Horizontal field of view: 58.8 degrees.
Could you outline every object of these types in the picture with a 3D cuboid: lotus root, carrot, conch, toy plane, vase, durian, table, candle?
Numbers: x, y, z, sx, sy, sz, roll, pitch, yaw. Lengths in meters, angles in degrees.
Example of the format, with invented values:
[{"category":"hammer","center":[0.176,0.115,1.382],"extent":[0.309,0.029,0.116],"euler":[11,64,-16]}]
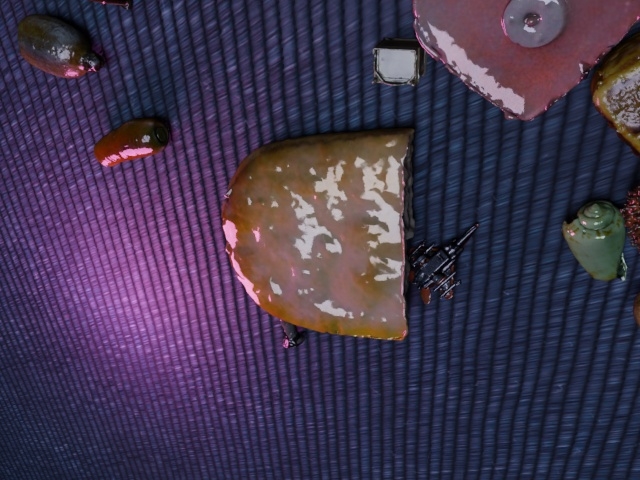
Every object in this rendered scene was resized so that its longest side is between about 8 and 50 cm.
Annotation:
[{"category":"lotus root","center":[-0.536,-0.395,1.172],"extent":[0.192,0.088,0.113],"euler":[25,120,8]},{"category":"carrot","center":[-0.416,-0.215,1.233],"extent":[0.193,0.087,0.087],"euler":[-7,117,30]},{"category":"conch","center":[0.476,0.006,0.987],"extent":[0.105,0.079,0.170],"euler":[4,129,39]},{"category":"toy plane","center":[0.241,0.035,1.111],"extent":[0.130,0.061,0.189],"euler":[53,128,24]},{"category":"vase","center":[-0.083,0.174,1.343],"extent":[0.059,0.059,0.167],"euler":[-1,119,24]},{"category":"durian","center":[0.536,-0.052,0.898],"extent":[0.148,0.091,0.189],"euler":[-20,124,-15]},{"category":"table","center":[0.130,-0.295,0.940],"extent":[0.079,0.083,0.062],"euler":[8,122,18]},{"category":"candle","center":[0.309,-0.324,0.823],"extent":[0.316,0.131,0.287],"euler":[4,128,33]}]

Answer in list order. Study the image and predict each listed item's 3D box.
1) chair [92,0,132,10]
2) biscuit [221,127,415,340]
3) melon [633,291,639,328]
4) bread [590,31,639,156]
[{"category":"chair","center":[-0.404,-0.555,0.810],"extent":[0.361,0.410,0.365],"euler":[-22,109,33]},{"category":"biscuit","center":[0.000,-0.001,1.159],"extent":[0.446,0.104,0.429],"euler":[-1,112,25]},{"category":"melon","center":[0.618,0.145,0.991],"extent":[0.162,0.099,0.099],"euler":[41,127,-11]},{"category":"bread","center":[0.517,-0.228,0.806],"extent":[0.222,0.096,0.181],"euler":[-34,105,35]}]
